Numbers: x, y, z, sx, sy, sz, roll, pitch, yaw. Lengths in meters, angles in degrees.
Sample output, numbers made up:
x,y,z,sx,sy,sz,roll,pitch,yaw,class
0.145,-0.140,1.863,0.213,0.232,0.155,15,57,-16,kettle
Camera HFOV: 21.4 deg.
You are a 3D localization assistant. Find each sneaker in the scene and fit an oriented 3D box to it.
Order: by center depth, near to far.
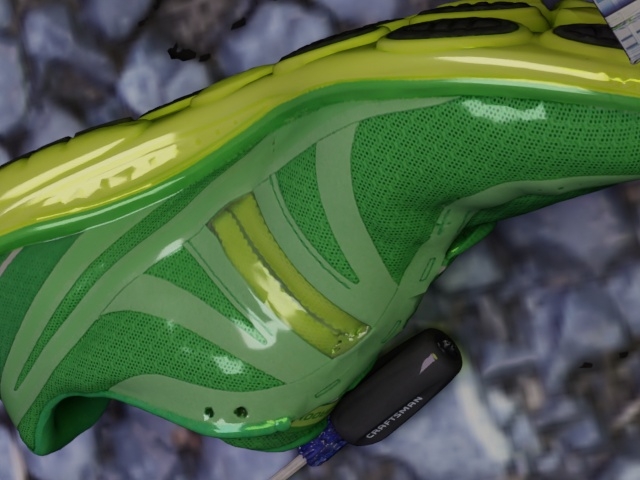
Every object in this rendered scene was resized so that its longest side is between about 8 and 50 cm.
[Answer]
x,y,z,sx,sy,sz,roll,pitch,yaw,class
0.000,0.000,0.559,0.296,0.109,0.123,-18,96,32,sneaker

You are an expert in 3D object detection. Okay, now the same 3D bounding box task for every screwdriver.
x,y,z,sx,sy,sz,roll,pitch,yaw,class
-0.015,0.085,0.607,0.170,0.025,0.024,-40,77,22,screwdriver

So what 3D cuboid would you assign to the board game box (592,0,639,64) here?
x,y,z,sx,sy,sz,roll,pitch,yaw,class
0.089,-0.136,0.454,0.060,0.194,0.194,-28,110,27,board game box
